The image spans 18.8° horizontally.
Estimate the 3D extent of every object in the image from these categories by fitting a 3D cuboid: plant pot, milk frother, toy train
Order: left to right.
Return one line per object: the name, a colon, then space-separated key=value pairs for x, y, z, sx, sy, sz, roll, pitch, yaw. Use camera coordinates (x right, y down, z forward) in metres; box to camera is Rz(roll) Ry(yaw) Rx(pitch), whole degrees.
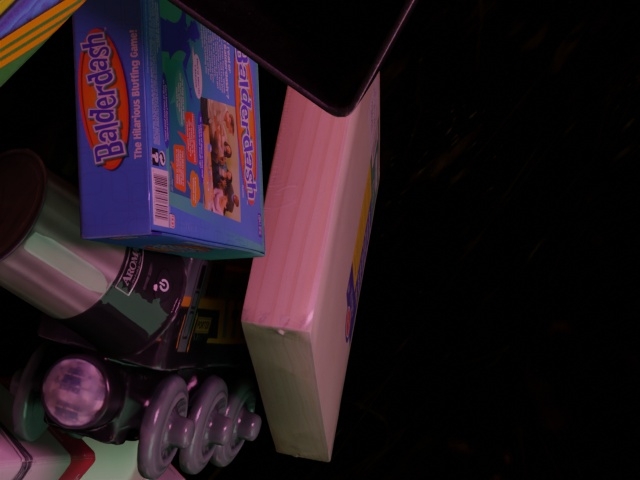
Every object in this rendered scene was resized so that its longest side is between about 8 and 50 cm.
milk frother: x=-0.181 y=0.002 z=1.236 sx=0.143 sy=0.129 sz=0.134 roll=-23 pitch=139 yaw=29
toy train: x=-0.118 y=0.071 z=1.454 sx=0.334 sy=0.142 sz=0.190 roll=14 pitch=92 yaw=-76
plant pot: x=0.008 y=-0.217 z=1.024 sx=0.167 sy=0.187 sz=0.188 roll=-50 pitch=173 yaw=-47

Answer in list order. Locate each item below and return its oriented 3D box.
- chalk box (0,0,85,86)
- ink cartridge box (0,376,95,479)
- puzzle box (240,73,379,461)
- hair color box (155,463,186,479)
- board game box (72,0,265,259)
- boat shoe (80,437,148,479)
chalk box: x=-0.122 y=-0.205 z=0.668 sx=0.289 sy=0.180 sz=0.179 roll=-47 pitch=166 yaw=-2
ink cartridge box: x=-0.290 y=0.190 z=1.400 sx=0.172 sy=0.100 sz=0.237 roll=-48 pitch=166 yaw=7
puzzle box: x=0.000 y=0.000 z=1.513 sx=0.409 sy=0.052 sz=0.272 roll=85 pitch=15 yaw=-70
hair color box: x=-0.213 y=0.254 z=1.799 sx=0.167 sy=0.093 sz=0.053 roll=-43 pitch=165 yaw=-11
board game box: x=-0.089 y=-0.073 z=1.176 sx=0.047 sy=0.160 sz=0.210 roll=-4 pitch=174 yaw=16
boat shoe: x=-0.258 y=0.237 z=1.694 sx=0.319 sy=0.116 sz=0.099 roll=-52 pitch=-151 yaw=-5
